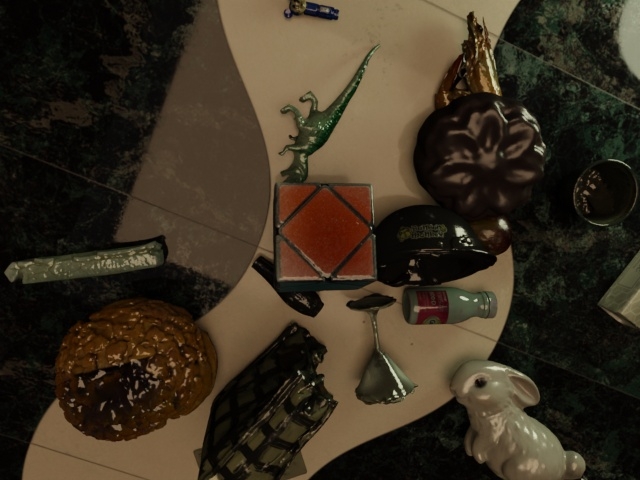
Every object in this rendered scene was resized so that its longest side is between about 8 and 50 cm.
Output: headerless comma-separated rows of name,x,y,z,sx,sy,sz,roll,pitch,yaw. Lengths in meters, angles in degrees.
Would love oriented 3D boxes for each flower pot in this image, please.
flower pot,0.651,-0.116,1.178,0.157,0.107,0.158,0,100,-2

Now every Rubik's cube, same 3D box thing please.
Rubik's cube,0.000,0.000,1.061,0.205,0.205,0.208,-2,80,-6

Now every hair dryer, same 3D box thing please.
hair dryer,-0.030,0.051,1.178,0.195,0.075,0.219,40,84,-1

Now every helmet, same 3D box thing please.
helmet,0.235,0.003,1.099,0.278,0.230,0.161,-10,66,10

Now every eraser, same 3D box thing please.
eraser,0.876,0.038,1.231,0.098,0.096,0.404,35,96,-9

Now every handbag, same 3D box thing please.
handbag,-0.117,0.375,1.083,0.162,0.325,0.327,42,94,-13

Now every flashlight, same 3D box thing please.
flashlight,-0.018,-0.507,1.082,0.121,0.035,0.058,9,98,-6

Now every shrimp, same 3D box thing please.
shrimp,0.332,-0.365,1.132,0.152,0.063,0.288,-10,102,8

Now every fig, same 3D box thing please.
fig,0.374,-0.015,1.173,0.154,0.103,0.110,-4,79,-4

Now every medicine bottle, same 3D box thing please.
medicine bottle,0.314,0.158,1.203,0.216,0.090,0.091,0,100,-5

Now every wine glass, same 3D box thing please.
wine glass,0.138,0.253,1.181,0.155,0.156,0.233,-9,97,-4

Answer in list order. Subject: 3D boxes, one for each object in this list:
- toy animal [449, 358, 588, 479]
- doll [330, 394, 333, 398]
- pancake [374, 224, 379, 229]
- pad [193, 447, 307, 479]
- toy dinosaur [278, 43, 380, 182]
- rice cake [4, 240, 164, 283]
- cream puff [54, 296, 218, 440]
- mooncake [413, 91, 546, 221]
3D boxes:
toy animal,0.472,0.454,1.233,0.257,0.194,0.358,-22,93,9
doll,-0.011,0.416,1.226,0.113,0.076,0.078,27,88,-10
pancake,0.170,0.007,1.204,0.114,0.011,0.115,-1,100,-7
pad,-0.179,0.574,1.274,0.264,0.009,0.160,-16,102,-2
toy dinosaur,-0.010,-0.303,1.103,0.129,0.076,0.383,29,100,-16
rice cake,-0.531,0.054,1.121,0.335,0.066,0.063,-9,92,-4
cream puff,-0.406,0.294,1.093,0.342,0.231,0.327,26,93,-9
mooncake,0.351,-0.181,1.092,0.282,0.141,0.283,-1,115,-1
